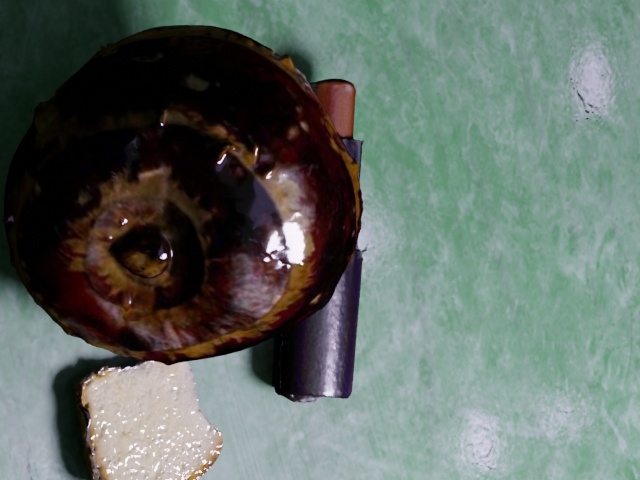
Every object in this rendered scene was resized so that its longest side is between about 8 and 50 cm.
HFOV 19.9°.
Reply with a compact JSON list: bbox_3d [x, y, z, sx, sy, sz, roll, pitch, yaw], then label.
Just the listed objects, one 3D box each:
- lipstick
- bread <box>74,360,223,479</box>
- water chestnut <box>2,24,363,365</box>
[{"bbox_3d":[0.000,0.000,1.678,0.081,0.081,0.300,3,89,-33],"label":"lipstick"},{"bbox_3d":[-0.156,0.164,1.600,0.129,0.044,0.126,-17,92,-29],"label":"bread"},{"bbox_3d":[-0.110,-0.043,1.516,0.300,0.300,0.300,0,89,-33],"label":"water chestnut"}]
